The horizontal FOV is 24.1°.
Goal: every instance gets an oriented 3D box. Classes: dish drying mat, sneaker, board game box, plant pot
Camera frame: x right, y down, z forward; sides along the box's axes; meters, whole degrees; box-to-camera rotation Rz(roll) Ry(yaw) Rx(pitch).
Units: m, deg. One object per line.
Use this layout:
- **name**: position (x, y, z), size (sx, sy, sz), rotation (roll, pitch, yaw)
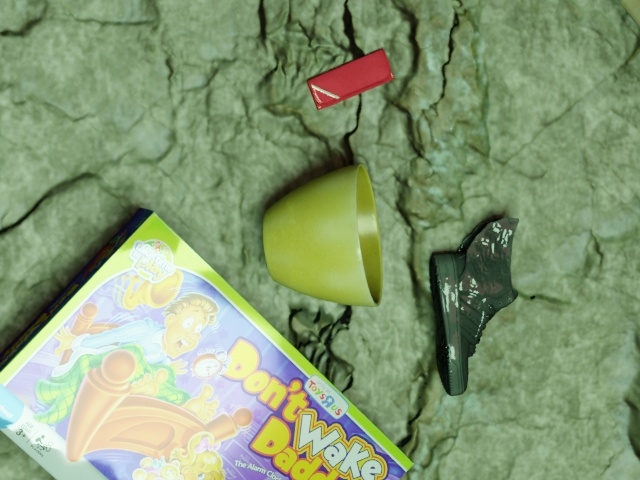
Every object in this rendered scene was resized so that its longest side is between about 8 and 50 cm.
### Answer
- **dish drying mat**: position (0.029, -0.155, 1.442), size (0.083, 0.008, 0.032), rotation (-24, 99, -13)
- **sneaker**: position (0.157, 0.064, 1.472), size (0.089, 0.051, 0.170), rotation (-7, 93, -11)
- **board game box**: position (-0.118, 0.172, 1.388), size (0.347, 0.078, 0.233), rotation (45, 82, -14)
- **plant pot**: position (0.000, 0.000, 1.395), size (0.095, 0.134, 0.134), rotation (-7, 97, 11)

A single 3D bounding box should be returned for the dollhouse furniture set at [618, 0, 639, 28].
- **dollhouse furniture set**: position (0.498, -0.256, 1.401), size (0.256, 0.362, 0.394), rotation (-54, 133, -5)
